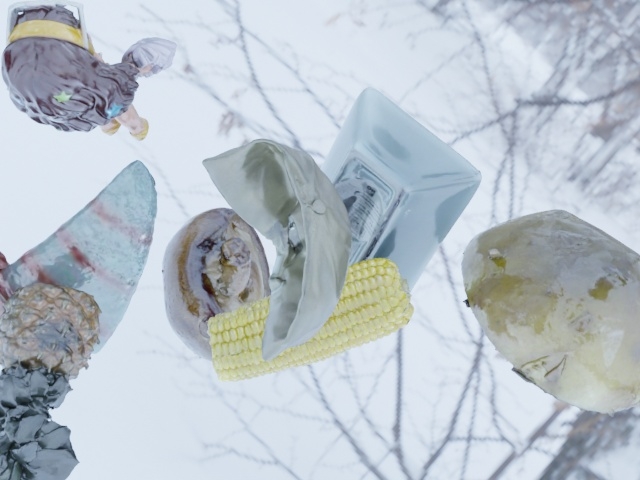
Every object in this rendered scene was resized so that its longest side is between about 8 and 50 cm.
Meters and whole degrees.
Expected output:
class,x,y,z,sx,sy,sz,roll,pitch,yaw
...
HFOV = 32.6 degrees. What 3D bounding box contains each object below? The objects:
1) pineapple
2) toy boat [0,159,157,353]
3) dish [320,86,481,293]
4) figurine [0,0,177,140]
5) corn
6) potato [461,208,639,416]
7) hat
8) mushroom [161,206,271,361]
class,x,y,z,sx,sy,sz,roll,pitch,yaw
pineapple,-0.300,0.160,1.144,0.111,0.119,0.237,18,56,-20
toy boat,-0.281,0.025,1.265,0.206,0.282,0.096,46,10,-24
dish,0.054,-0.033,1.297,0.182,0.243,0.080,40,36,16
figurine,-0.248,-0.168,1.148,0.175,0.115,0.240,4,-4,13
corn,-0.014,0.095,1.251,0.093,0.244,0.093,-21,90,-83
potato,0.294,0.054,1.276,0.239,0.116,0.299,-6,46,-19
hat,0.000,0.000,0.883,0.173,0.144,0.166,-7,77,-51
mushroom,-0.154,0.071,1.586,0.194,0.138,0.231,73,19,-56
